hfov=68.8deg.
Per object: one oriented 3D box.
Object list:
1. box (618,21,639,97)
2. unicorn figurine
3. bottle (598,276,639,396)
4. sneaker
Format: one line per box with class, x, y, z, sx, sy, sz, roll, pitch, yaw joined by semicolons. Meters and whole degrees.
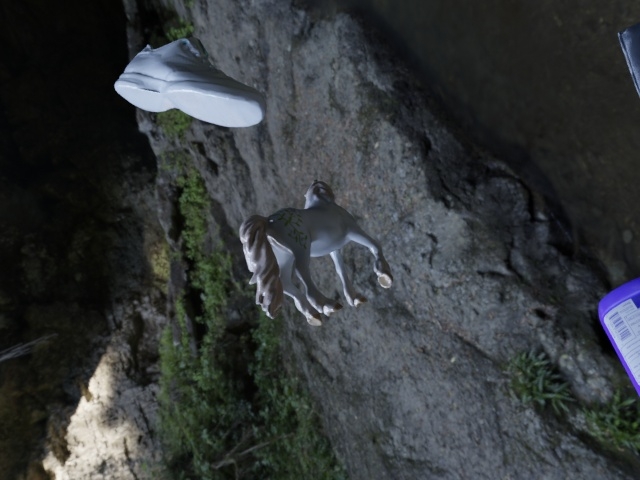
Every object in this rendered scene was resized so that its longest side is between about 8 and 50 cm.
box;0.393;-0.181;0.345;0.269;0.216;0.060;-19;88;42
unicorn figurine;0.000;0.000;0.348;0.111;0.060;0.162;59;-160;14
bottle;0.465;0.173;0.594;0.092;0.118;0.283;35;-147;-23
sneaker;-0.153;-0.203;0.572;0.212;0.094;0.080;17;167;20
